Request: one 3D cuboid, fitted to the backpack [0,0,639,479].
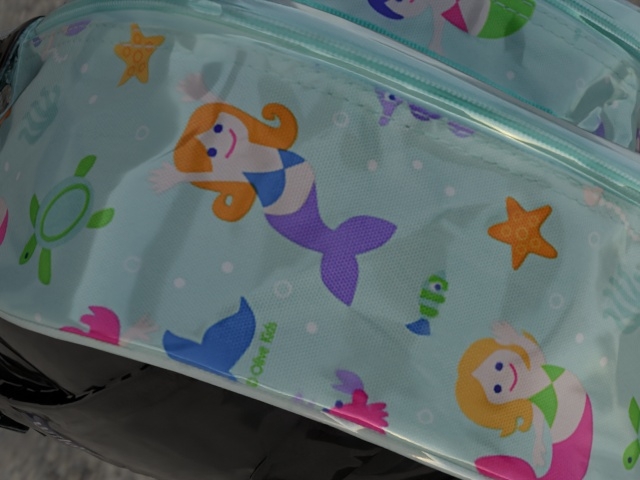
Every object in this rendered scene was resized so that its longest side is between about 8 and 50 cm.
[{"bbox_3d":[0.000,0.000,0.519,0.225,0.253,0.191,24,85,-19],"label":"backpack"}]
